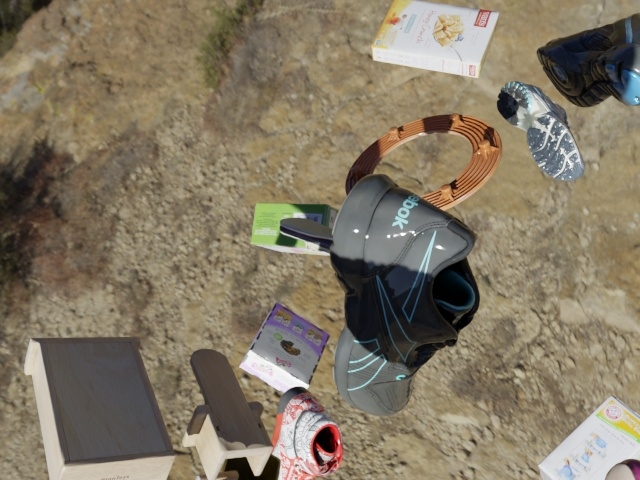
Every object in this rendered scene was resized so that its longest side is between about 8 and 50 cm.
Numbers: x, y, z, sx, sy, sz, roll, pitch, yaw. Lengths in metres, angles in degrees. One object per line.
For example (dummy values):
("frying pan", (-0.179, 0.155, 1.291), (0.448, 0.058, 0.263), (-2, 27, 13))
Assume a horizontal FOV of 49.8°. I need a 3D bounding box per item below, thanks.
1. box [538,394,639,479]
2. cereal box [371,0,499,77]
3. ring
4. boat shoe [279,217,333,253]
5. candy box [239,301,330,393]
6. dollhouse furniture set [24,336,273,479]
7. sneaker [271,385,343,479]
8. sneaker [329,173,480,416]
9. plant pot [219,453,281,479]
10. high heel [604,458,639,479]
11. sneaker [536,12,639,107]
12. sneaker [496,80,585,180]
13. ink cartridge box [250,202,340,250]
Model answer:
("box", (0.530, 0.415, 1.316), (0.203, 0.114, 0.103), (-40, 49, -9))
("cereal box", (0.252, -0.447, 1.504), (0.240, 0.047, 0.173), (14, 60, 18))
("ring", (0.206, -0.165, 1.431), (0.336, 0.032, 0.336), (-18, 38, 15))
("boat shoe", (0.000, 0.000, 1.065), (0.137, 0.043, 0.049), (15, 31, -5))
("candy box", (-0.084, 0.269, 1.690), (0.070, 0.165, 0.196), (-56, 3, 35))
("dollhouse furniture set", (-0.262, 0.294, 0.763), (0.174, 0.303, 0.355), (54, 130, 45))
("sneaker", (-0.033, 0.428, 1.308), (0.145, 0.090, 0.270), (30, 116, 53))
("sneaker", (0.071, 0.072, 0.581), (0.106, 0.267, 0.101), (18, 49, 24))
("plant pot", (-0.112, 0.324, 0.910), (0.083, 0.081, 0.081), (-50, 14, 24))
("high heel", (0.434, 0.373, 0.787), (0.181, 0.377, 0.127), (-16, 31, 7))
("sneaker", (0.492, -0.307, 1.165), (0.139, 0.125, 0.341), (-41, 21, 2))
("sneaker", (0.532, -0.261, 1.579), (0.122, 0.110, 0.283), (-10, 60, -30))
("ink cartridge box", (-0.007, -0.012, 1.573), (0.189, 0.255, 0.097), (3, 81, 31))
